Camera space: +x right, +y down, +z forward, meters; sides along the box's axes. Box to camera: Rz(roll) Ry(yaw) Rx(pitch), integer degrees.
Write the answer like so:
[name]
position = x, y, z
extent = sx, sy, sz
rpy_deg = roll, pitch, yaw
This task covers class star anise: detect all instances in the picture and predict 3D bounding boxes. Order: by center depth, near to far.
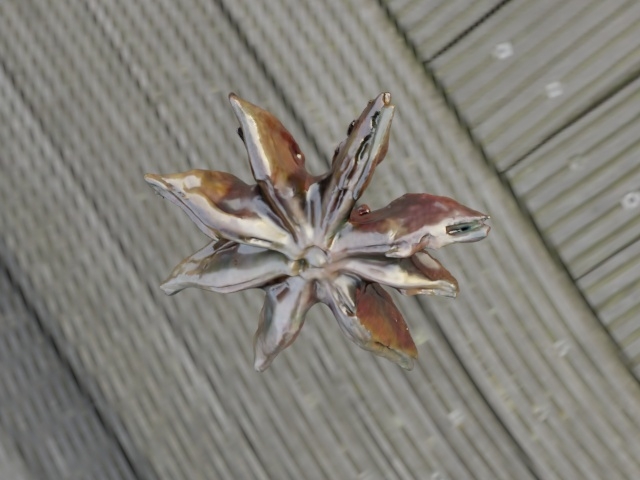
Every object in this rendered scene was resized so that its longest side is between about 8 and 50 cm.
[star anise]
position = 0.001, 0.000, 1.504
extent = 0.288, 0.088, 0.288
rpy_deg = 7, 127, 9

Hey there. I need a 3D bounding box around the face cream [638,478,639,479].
[face cream]
position = 0.156, 0.204, 1.008
extent = 0.084, 0.057, 0.198
rpy_deg = 30, 120, 10
